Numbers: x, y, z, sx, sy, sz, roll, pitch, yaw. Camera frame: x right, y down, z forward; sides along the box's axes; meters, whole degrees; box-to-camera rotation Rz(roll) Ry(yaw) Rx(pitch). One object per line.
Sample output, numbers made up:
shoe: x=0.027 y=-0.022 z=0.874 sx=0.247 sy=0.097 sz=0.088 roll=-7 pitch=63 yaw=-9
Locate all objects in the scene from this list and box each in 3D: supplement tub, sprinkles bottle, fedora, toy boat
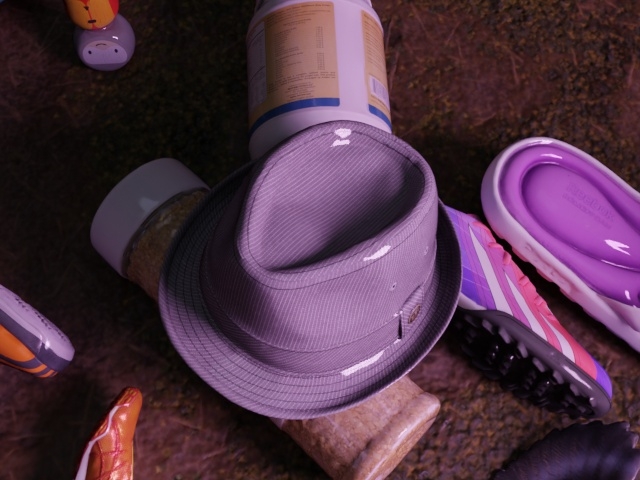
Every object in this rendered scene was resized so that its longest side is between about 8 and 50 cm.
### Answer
supplement tub: x=-0.003 y=-0.166 z=0.966 sx=0.145 sy=0.144 sz=0.199 roll=-3 pitch=66 yaw=0
sprinkles bottle: x=-0.056 y=0.074 z=0.874 sx=0.355 sy=0.121 sz=0.121 roll=42 pitch=73 yaw=17
fedora: x=0.000 y=0.000 z=0.781 sx=0.275 sy=0.124 sz=0.244 roll=-36 pitch=68 yaw=-25
toy boat: x=-0.342 y=-0.301 z=1.046 sx=0.318 sy=0.148 sz=0.267 roll=31 pitch=65 yaw=21

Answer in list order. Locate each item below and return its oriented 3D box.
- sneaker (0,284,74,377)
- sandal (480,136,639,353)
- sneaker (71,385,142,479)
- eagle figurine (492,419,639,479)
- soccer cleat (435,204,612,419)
sneaker: x=-0.393 y=0.095 z=0.884 sx=0.321 sy=0.124 sz=0.180 roll=23 pitch=72 yaw=22
sandal: x=0.341 y=0.034 z=0.872 sx=0.416 sy=0.102 sz=0.169 roll=27 pitch=68 yaw=2
sneaker: x=-0.194 y=0.219 z=0.856 sx=0.068 sy=0.064 sz=0.175 roll=21 pitch=72 yaw=-12
eagle figurine: x=0.195 y=0.308 z=0.758 sx=0.298 sy=0.225 sz=0.226 roll=-20 pitch=107 yaw=-42
soccer cleat: x=0.154 y=0.042 z=0.896 sx=0.318 sy=0.108 sz=0.116 roll=37 pitch=66 yaw=19
